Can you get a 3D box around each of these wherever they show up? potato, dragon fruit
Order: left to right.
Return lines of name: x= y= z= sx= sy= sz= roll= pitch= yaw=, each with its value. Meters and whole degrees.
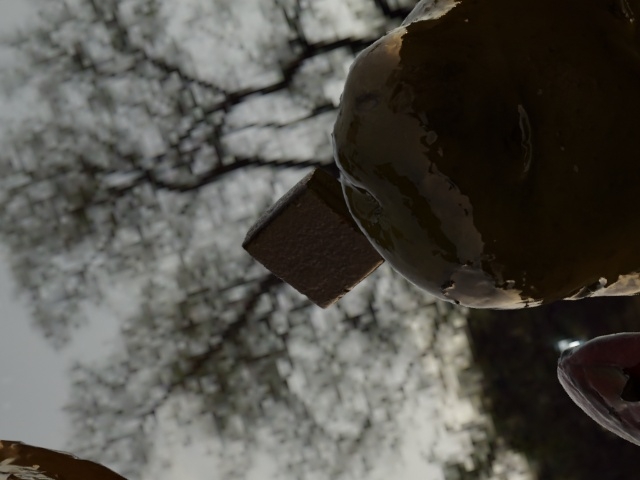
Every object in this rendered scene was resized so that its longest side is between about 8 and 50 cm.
potato: x=0.186 y=-0.074 z=0.993 sx=0.195 sy=0.369 sz=0.176 roll=-111 pitch=12 yaw=-48
dragon fruit: x=0.408 y=0.169 z=1.693 sx=0.282 sy=0.344 sz=0.100 roll=89 pitch=-164 yaw=-63

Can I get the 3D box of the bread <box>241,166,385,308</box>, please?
bread: x=0.000 y=0.000 z=1.300 sx=0.090 sy=0.094 sz=0.035 roll=39 pitch=-138 yaw=-11

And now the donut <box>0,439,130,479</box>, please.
donut: x=-0.166 y=0.242 z=0.770 sx=0.110 sy=0.303 sz=0.303 roll=100 pitch=153 yaw=-83
